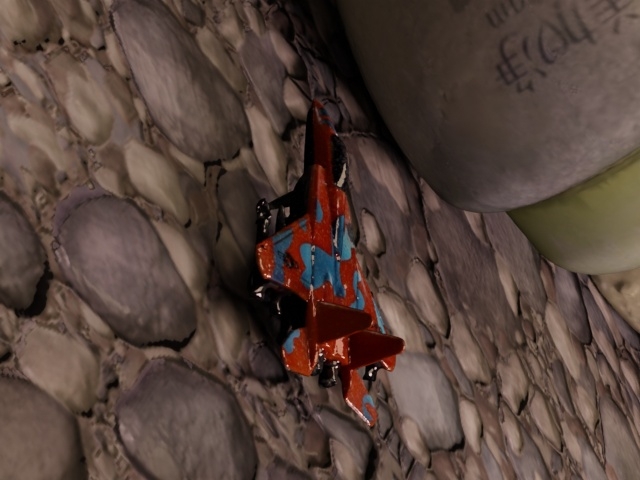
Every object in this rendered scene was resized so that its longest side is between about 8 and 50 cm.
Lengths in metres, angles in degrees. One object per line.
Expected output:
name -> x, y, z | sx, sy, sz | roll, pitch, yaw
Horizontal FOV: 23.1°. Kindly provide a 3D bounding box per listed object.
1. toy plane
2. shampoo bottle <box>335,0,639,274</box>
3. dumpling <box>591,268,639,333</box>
toy plane -> -0.003, 0.002, 0.831 | 0.130, 0.061, 0.189 | 38, 30, -43
shampoo bottle -> 0.177, -0.164, 1.042 | 0.317, 0.322, 0.322 | 52, 25, -9
dumpling -> 0.329, -0.041, 1.362 | 0.315, 0.233, 0.395 | 47, 14, -27
